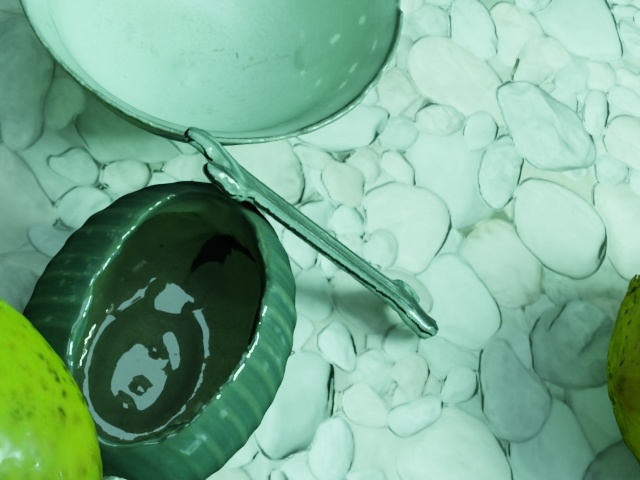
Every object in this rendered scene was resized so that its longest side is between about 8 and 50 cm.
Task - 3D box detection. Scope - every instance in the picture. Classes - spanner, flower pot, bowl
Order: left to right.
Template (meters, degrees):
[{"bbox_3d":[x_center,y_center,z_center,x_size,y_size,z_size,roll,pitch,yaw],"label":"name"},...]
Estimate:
[{"bbox_3d":[-0.118,0.071,0.853,0.189,0.157,0.243,31,59,-5],"label":"flower pot"},{"bbox_3d":[-0.102,-0.184,0.983,0.314,0.146,0.313,8,62,-15],"label":"bowl"},{"bbox_3d":[0.000,0.000,0.909,0.302,0.017,0.071,36,17,-42],"label":"spanner"}]

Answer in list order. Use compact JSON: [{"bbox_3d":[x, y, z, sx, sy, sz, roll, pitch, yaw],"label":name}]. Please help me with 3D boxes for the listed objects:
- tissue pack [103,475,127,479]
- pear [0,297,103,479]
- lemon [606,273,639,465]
[{"bbox_3d":[-0.131,0.289,0.745,0.125,0.159,0.234,20,61,-10],"label":"tissue pack"},{"bbox_3d":[-0.278,0.109,0.659,0.318,0.238,0.342,21,21,-6],"label":"pear"},{"bbox_3d":[0.382,0.107,0.952,0.310,0.258,0.257,0,65,-3],"label":"lemon"}]
